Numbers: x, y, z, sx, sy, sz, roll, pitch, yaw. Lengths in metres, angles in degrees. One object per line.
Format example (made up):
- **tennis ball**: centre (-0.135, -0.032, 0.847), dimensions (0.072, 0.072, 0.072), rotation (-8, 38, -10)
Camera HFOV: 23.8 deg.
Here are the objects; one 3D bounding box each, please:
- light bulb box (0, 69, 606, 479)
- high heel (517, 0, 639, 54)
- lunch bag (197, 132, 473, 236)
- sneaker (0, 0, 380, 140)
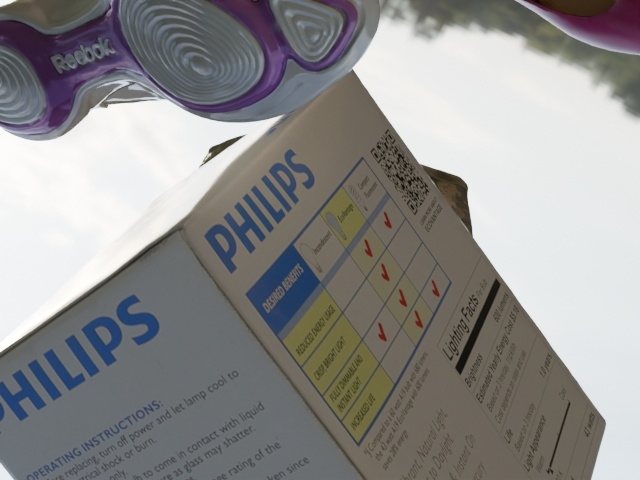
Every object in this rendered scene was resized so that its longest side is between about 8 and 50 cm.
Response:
- **light bulb box**: centre (-0.005, 0.119, 1.082), dimensions (0.361, 0.225, 0.358), rotation (53, -153, -8)
- **high heel**: centre (0.187, -0.267, 1.371), dimensions (0.377, 0.127, 0.181), rotation (29, -166, 29)
- **lunch bag**: centre (0.000, 0.000, 1.512), dimensions (0.287, 0.169, 0.235), rotation (19, -153, -8)
- **sneaker**: centre (-0.084, -0.142, 0.917), dimensions (0.305, 0.114, 0.152), rotation (-1, -150, 38)
